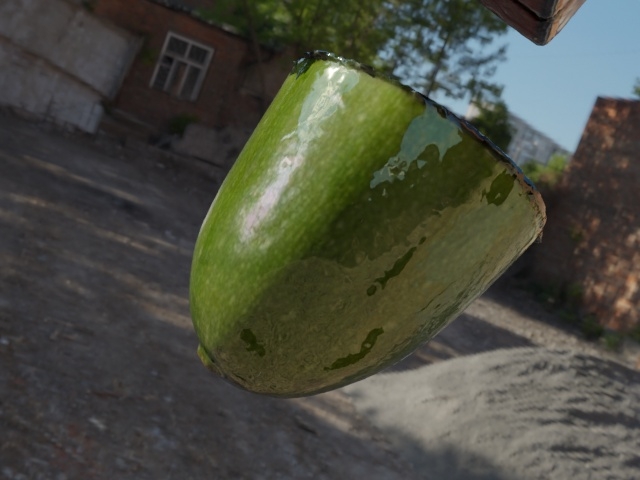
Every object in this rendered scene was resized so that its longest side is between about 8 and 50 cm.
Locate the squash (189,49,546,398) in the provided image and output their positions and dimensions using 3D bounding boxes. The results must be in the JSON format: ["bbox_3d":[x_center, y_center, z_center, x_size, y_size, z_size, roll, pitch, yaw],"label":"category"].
[{"bbox_3d":[0.014,0.026,0.876,0.310,0.308,0.310,34,-9,6],"label":"squash"}]

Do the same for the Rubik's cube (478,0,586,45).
[{"bbox_3d":[0.164,-0.417,0.700,0.344,0.337,0.344,41,3,8],"label":"Rubik's cube"}]
